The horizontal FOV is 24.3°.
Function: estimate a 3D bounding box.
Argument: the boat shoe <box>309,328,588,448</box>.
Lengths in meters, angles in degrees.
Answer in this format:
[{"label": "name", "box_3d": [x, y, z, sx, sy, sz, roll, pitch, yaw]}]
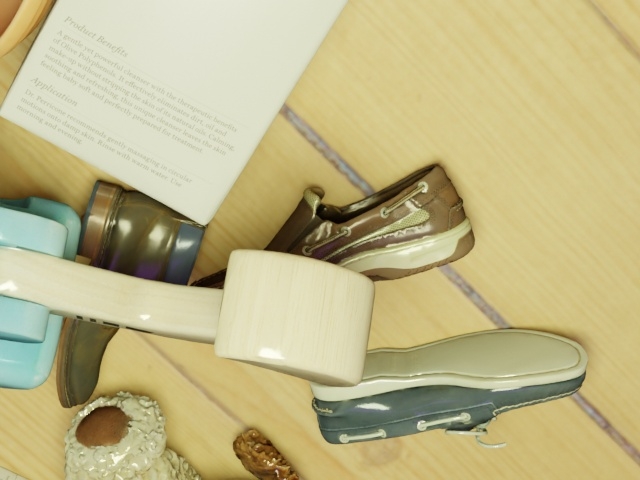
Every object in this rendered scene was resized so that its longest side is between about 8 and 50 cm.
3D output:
[{"label": "boat shoe", "box_3d": [0.117, 0.141, 1.351, 0.254, 0.095, 0.079, -9, 112, 6]}]

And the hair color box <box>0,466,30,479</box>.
[{"label": "hair color box", "box_3d": [-0.332, 0.252, 1.404, 0.167, 0.093, 0.053, 26, 113, -10]}]

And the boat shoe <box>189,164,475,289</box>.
[{"label": "boat shoe", "box_3d": [0.000, -0.002, 1.298, 0.257, 0.095, 0.095, -18, 103, 0]}]

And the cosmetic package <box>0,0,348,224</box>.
[{"label": "cosmetic package", "box_3d": [-0.076, -0.222, 1.157, 0.197, 0.155, 0.365, 30, 110, -13]}]

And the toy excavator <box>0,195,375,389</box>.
[{"label": "toy excavator", "box_3d": [-0.230, 0.032, 1.172, 0.445, 0.433, 0.222, 12, 79, -23]}]

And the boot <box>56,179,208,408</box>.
[{"label": "boot", "box_3d": [-0.171, 0.061, 1.325, 0.106, 0.082, 0.219, 13, 112, -2]}]

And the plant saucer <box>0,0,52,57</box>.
[{"label": "plant saucer", "box_3d": [-0.250, -0.230, 1.153, 0.037, 0.200, 0.200, 10, 120, -43]}]

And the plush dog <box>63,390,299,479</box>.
[{"label": "plush dog", "box_3d": [-0.122, 0.290, 1.374, 0.225, 0.262, 0.210, 3, 154, 3]}]
